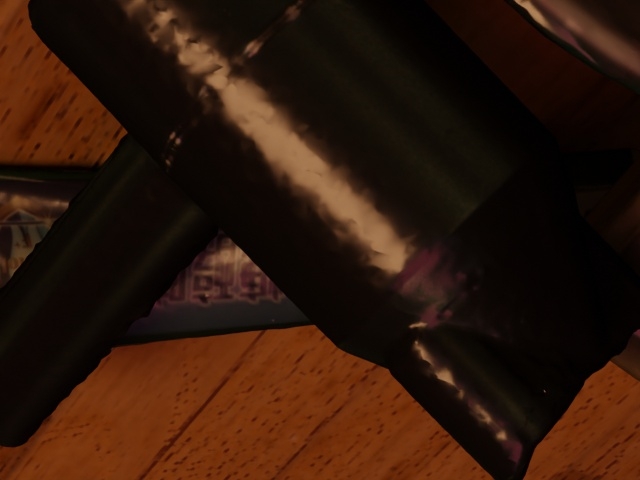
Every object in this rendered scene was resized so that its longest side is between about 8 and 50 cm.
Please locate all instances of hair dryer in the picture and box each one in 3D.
[{"bbox_3d":[-0.038,0.025,0.622,0.244,0.116,0.302,48,126,5],"label":"hair dryer"}]

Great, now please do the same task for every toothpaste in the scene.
[{"bbox_3d":[0.000,0.000,0.697,0.392,0.061,0.098,-4,100,7],"label":"toothpaste"}]

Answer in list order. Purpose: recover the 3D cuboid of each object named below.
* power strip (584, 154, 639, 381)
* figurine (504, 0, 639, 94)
[{"bbox_3d":[0.233,-0.091,0.570,0.092,0.066,0.387,34,115,-12],"label":"power strip"},{"bbox_3d":[0.149,-0.220,0.406,0.324,0.231,0.340,39,116,-2],"label":"figurine"}]
